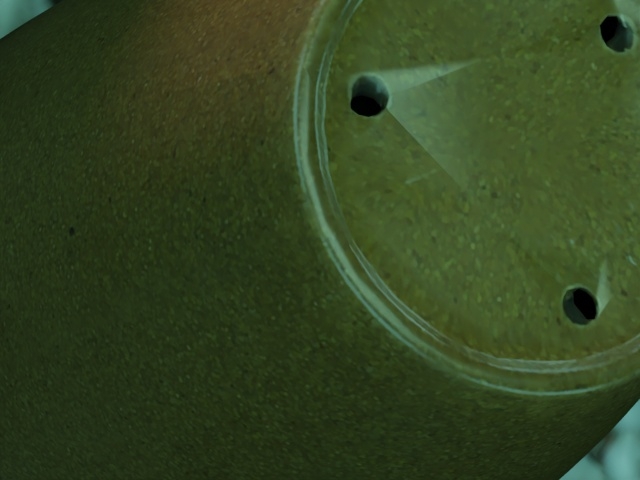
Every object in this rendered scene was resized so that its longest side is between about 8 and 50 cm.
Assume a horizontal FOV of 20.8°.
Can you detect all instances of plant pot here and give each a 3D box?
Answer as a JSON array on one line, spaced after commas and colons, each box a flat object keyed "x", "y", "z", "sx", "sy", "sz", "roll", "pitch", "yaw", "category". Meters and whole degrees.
[{"x": 0.000, "y": 0.000, "z": 0.510, "sx": 0.237, "sy": 0.254, "sz": 0.237, "roll": 5, "pitch": 76, "yaw": -21, "category": "plant pot"}]
